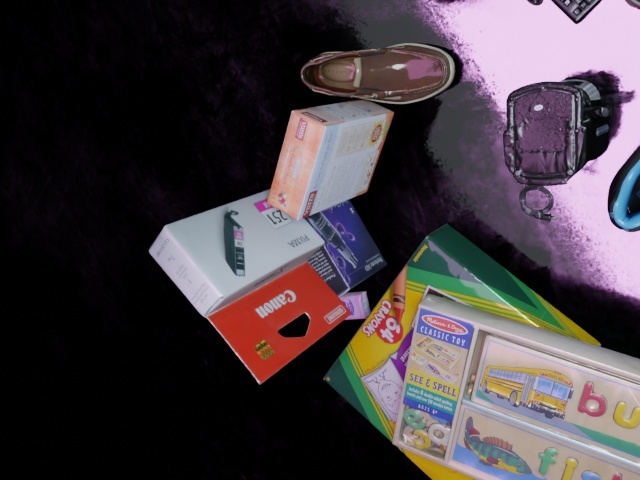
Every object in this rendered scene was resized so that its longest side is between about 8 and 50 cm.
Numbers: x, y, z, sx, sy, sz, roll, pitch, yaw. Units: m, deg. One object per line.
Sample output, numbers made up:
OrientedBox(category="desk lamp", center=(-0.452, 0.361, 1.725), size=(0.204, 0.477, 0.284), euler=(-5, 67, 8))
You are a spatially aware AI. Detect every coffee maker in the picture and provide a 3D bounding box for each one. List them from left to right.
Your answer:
OrientedBox(category="coffee maker", center=(0.320, -0.135, 0.888), size=(0.120, 0.178, 0.171), euler=(28, 115, 25))

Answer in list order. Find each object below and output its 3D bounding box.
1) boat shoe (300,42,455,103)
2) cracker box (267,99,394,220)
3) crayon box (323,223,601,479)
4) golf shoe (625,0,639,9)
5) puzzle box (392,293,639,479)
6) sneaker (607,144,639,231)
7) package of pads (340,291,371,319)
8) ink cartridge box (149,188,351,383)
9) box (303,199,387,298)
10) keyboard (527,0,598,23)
OrientedBox(category="boat shoe", center=(0.084, -0.266, 1.046), size=(0.257, 0.095, 0.095), euler=(4, 107, 31))
OrientedBox(category="cracker box", center=(0.021, -0.137, 1.042), size=(0.067, 0.232, 0.156), euler=(29, 118, 21))
OrientedBox(category="crayon box", center=(0.222, 0.210, 1.100), size=(0.313, 0.106, 0.363), euler=(41, 122, 15))
OrientedBox(category="golf shoe", center=(0.390, -0.387, 0.820), size=(0.067, 0.086, 0.186), euler=(-29, 87, 24))
OrientedBox(category="puzzle box", center=(0.322, 0.264, 0.968), size=(0.408, 0.052, 0.272), euler=(16, 113, 23))
OrientedBox(category="sneaker", center=(0.496, -0.136, 0.801), size=(0.125, 0.139, 0.341), euler=(41, 121, 17))
OrientedBox(category="package of pads", center=(0.053, 0.124, 1.225), size=(0.083, 0.032, 0.050), euler=(-7, 98, 34))
OrientedBox(category="ink cartridge box", center=(-0.077, 0.050, 0.951), size=(0.239, 0.275, 0.060), euler=(48, 122, 10))
OrientedBox(category="box", center=(0.000, 0.000, 1.148), size=(0.108, 0.153, 0.207), euler=(-33, 87, 34))
OrientedBox(category="keyboard", center=(0.314, -0.386, 0.909), size=(0.180, 0.023, 0.108), euler=(50, 124, 10))
